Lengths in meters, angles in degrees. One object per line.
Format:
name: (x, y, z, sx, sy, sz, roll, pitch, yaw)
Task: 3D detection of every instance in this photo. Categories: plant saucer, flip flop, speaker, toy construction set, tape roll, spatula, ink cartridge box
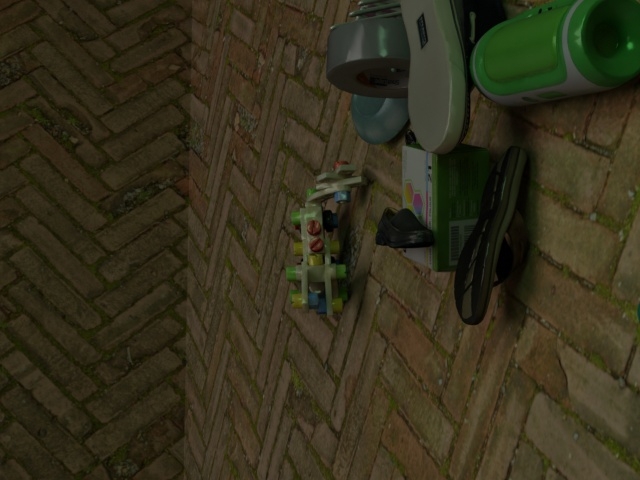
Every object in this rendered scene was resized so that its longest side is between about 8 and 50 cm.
plant saucer: (0.111, -0.284, 2.123, 0.195, 0.037, 0.195, -19, 66, 50)
flip flop: (0.269, -0.005, 1.622, 0.112, 0.080, 0.277, 148, 142, -71)
speaker: (0.318, -0.254, 1.490, 0.296, 0.131, 0.131, -176, 93, -70)
toy construction set: (0.000, 0.000, 2.237, 0.215, 0.151, 0.327, 74, -153, -77)
tape roll: (0.120, -0.315, 1.917, 0.219, 0.219, 0.072, 155, 119, -67)
spatula: (0.142, -0.402, 1.884, 0.168, 0.242, 0.019, -21, 88, 65)
ink cartridge box: (0.175, -0.067, 1.793, 0.255, 0.097, 0.188, -154, 60, -66)

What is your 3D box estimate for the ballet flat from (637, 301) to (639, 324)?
ballet flat: (0.431, 0.032, 1.155, 0.232, 0.073, 0.080, -49, 29, 46)

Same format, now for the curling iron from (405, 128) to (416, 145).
curling iron: (0.209, -0.126, 1.885, 0.274, 0.035, 0.068, -126, 26, -56)

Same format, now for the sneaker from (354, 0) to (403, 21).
sneaker: (0.135, -0.498, 2.151, 0.104, 0.095, 0.236, -99, 30, -54)

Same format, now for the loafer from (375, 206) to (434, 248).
loafer: (0.128, -0.020, 1.707, 0.170, 0.062, 0.061, -171, 81, -68)

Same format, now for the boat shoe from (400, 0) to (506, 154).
boat shoe: (0.226, -0.277, 1.705, 0.127, 0.158, 0.340, -40, 45, 53)
